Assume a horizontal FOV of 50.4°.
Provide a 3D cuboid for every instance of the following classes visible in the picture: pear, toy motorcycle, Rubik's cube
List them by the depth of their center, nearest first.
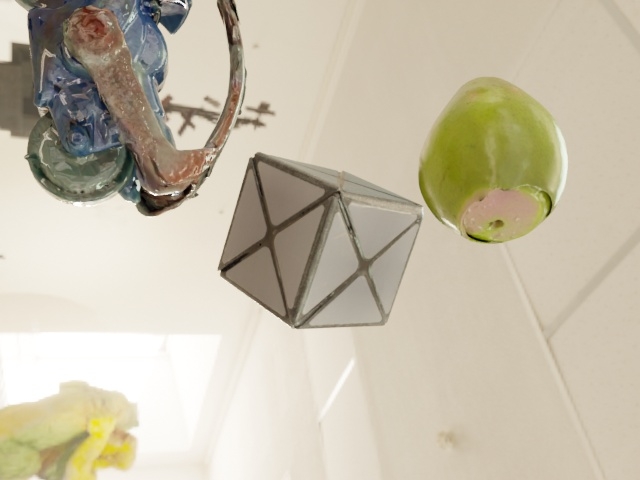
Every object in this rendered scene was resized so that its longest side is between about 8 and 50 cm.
[{"bbox_3d":[-0.211,-0.188,0.762,0.182,0.241,0.319,-17,-100,46],"label":"toy motorcycle"},{"bbox_3d":[0.210,-0.104,0.849,0.187,0.188,0.219,109,-17,-44],"label":"pear"},{"bbox_3d":[0.000,0.000,1.260,0.259,0.260,0.254,26,-74,40],"label":"Rubik's cube"}]
